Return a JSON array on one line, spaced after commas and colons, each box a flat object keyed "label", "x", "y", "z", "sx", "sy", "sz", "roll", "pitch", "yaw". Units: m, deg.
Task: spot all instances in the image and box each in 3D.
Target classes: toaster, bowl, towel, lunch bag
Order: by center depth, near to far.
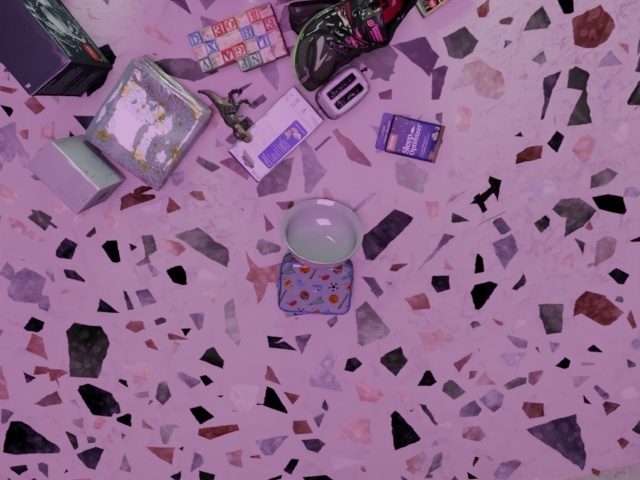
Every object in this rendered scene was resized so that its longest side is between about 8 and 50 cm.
[{"label": "toaster", "x": 0.084, "y": -0.507, "z": 1.690, "sx": 0.226, "sy": 0.146, "sz": 0.129, "roll": -36, "pitch": 103, "yaw": 11}, {"label": "towel", "x": -0.610, "y": -0.413, "z": 1.768, "sx": 0.320, "sy": 0.090, "sz": 0.374, "roll": 38, "pitch": 104, "yaw": -9}, {"label": "bowl", "x": 0.000, "y": 0.000, "z": 1.809, "sx": 0.297, "sy": 0.298, "sz": 0.134, "roll": 8, "pitch": 141, "yaw": -1}, {"label": "lunch bag", "x": -0.025, "y": 0.175, "z": 1.916, "sx": 0.302, "sy": 0.115, "sz": 0.244, "roll": 4, "pitch": 109, "yaw": -1}]

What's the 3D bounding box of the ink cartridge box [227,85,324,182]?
[{"label": "ink cartridge box", "x": -0.160, "y": -0.376, "z": 1.779, "sx": 0.332, "sy": 0.065, "sz": 0.165, "roll": -40, "pitch": 101, "yaw": 11}]

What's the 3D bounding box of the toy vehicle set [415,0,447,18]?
[{"label": "toy vehicle set", "x": 0.340, "y": -0.895, "z": 1.625, "sx": 0.165, "sy": 0.035, "sz": 0.267, "roll": -34, "pitch": 103, "yaw": 11}]

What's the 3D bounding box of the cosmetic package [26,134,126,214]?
[{"label": "cosmetic package", "x": -0.851, "y": -0.240, "z": 1.754, "sx": 0.138, "sy": 0.224, "sz": 0.225, "roll": -42, "pitch": 102, "yaw": 13}]

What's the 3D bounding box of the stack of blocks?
[{"label": "stack of blocks", "x": -0.274, "y": -0.662, "z": 1.684, "sx": 0.296, "sy": 0.087, "sz": 0.171, "roll": -18, "pitch": 106, "yaw": 7}]

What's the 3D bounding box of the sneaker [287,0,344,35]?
[{"label": "sneaker", "x": 0.005, "y": -0.733, "z": 1.663, "sx": 0.227, "sy": 0.087, "sz": 0.130, "roll": -14, "pitch": 134, "yaw": -14}]

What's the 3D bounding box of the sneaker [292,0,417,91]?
[{"label": "sneaker", "x": 0.104, "y": -0.659, "z": 1.552, "sx": 0.483, "sy": 0.202, "sz": 0.185, "roll": -45, "pitch": 125, "yaw": -3}]

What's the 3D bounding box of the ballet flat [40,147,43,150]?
[{"label": "ballet flat", "x": -0.989, "y": -0.240, "z": 1.840, "sx": 0.074, "sy": 0.074, "sz": 0.203, "roll": -27, "pitch": 106, "yaw": 9}]

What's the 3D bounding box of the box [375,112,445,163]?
[{"label": "box", "x": 0.320, "y": -0.368, "z": 1.784, "sx": 0.225, "sy": 0.036, "sz": 0.137, "roll": 13, "pitch": 106, "yaw": -1}]

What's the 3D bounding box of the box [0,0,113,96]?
[{"label": "box", "x": -0.898, "y": -0.651, "z": 1.587, "sx": 0.178, "sy": 0.312, "sz": 0.343, "roll": -35, "pitch": 103, "yaw": 11}]

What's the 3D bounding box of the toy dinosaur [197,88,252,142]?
[{"label": "toy dinosaur", "x": -0.312, "y": -0.467, "z": 1.734, "sx": 0.118, "sy": 0.064, "sz": 0.268, "roll": -40, "pitch": 80, "yaw": 2}]
